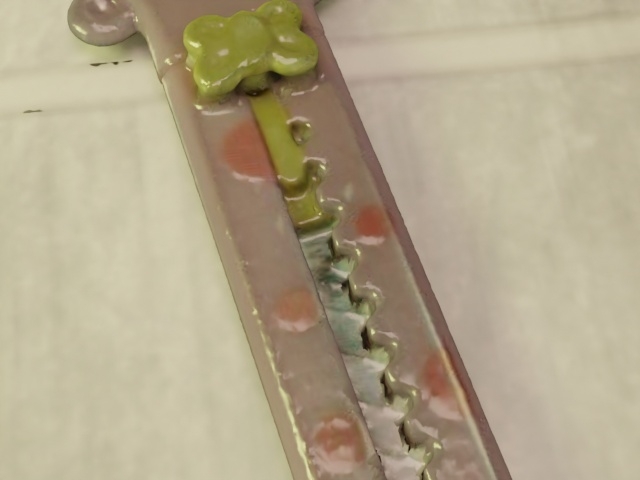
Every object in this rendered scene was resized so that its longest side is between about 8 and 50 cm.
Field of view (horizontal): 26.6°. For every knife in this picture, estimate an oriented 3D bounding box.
[{"bbox_3d":[0.000,0.000,0.487,0.132,0.038,0.399,-16,62,-8],"label":"knife"}]
